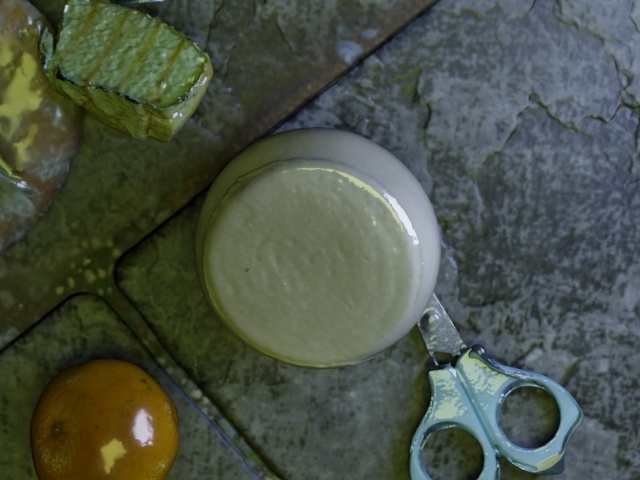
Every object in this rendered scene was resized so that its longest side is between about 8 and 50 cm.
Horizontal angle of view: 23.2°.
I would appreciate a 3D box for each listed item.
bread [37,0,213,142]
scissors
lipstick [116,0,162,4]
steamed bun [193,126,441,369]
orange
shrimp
[{"bbox_3d":[-0.177,-0.150,1.443,0.156,0.110,0.103,27,73,12],"label":"bread"},{"bbox_3d":[0.126,0.107,1.567,0.191,0.029,0.360,-27,105,3],"label":"scissors"},{"bbox_3d":[-0.167,-0.335,1.420,0.053,0.053,0.234,-3,103,-4],"label":"lipstick"},{"bbox_3d":[0.000,0.000,1.469,0.232,0.145,0.232,3,112,8],"label":"steamed bun"},{"bbox_3d":[-0.204,0.190,1.501,0.134,0.155,0.154,10,106,-43],"label":"orange"},{"bbox_3d":[-0.379,-0.030,1.460,0.221,0.110,0.445,27,96,-19],"label":"shrimp"}]
